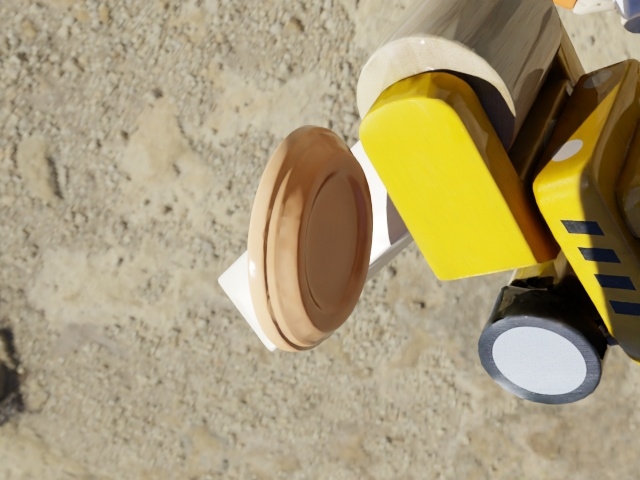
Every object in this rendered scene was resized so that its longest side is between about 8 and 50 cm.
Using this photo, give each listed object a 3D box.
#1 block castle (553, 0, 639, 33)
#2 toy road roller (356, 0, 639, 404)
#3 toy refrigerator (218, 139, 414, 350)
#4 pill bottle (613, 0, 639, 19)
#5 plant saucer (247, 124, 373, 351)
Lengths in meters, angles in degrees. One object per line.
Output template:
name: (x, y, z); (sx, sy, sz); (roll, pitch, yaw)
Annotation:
block castle: (0.335, -0.502, 1.421); (0.453, 0.303, 0.213); (33, 145, 12)
toy road roller: (0.205, -0.056, 0.779); (0.241, 0.202, 0.329); (-16, 119, 38)
toy refrigerator: (0.025, -0.007, 1.142); (0.269, 0.094, 0.102); (-44, 78, 28)
pill bottle: (0.411, -0.308, 1.220); (0.160, 0.087, 0.087); (-21, 120, 4)
plant saucer: (0.000, 0.000, 0.945); (0.037, 0.200, 0.200); (7, 127, 26)
